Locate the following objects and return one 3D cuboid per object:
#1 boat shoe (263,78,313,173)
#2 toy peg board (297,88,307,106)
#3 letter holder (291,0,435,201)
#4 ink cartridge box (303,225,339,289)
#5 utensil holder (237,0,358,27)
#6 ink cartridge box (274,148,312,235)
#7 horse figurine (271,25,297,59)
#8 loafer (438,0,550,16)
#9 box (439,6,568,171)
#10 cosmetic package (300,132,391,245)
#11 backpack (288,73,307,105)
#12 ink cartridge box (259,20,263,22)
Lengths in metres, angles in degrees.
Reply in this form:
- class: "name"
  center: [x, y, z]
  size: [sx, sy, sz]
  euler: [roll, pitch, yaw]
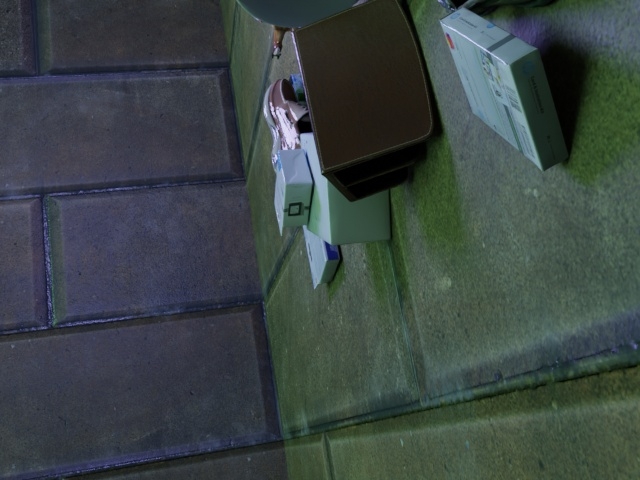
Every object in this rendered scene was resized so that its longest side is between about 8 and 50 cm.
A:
- class: "boat shoe"
  center: [-0.055, -0.273, 1.643]
  size: [0.123, 0.116, 0.324]
  euler: [30, -140, -50]
- class: "toy peg board"
  center: [-0.002, -0.330, 1.691]
  size: [0.160, 0.079, 0.161]
  euler: [142, 121, -75]
- class: "letter holder"
  center: [0.097, -0.258, 1.213]
  size: [0.152, 0.214, 0.302]
  euler: [37, -142, -63]
- class: "ink cartridge box"
  center: [0.000, 0.000, 1.901]
  size: [0.224, 0.045, 0.223]
  euler: [111, 151, -65]
- class: "utensil holder"
  center: [-0.072, -0.664, 1.313]
  size: [0.327, 0.327, 0.385]
  euler: [105, 155, -56]
- class: "ink cartridge box"
  center: [-0.062, -0.103, 1.489]
  size: [0.180, 0.060, 0.104]
  euler: [99, 162, -52]
- class: "horse figurine"
  center: [-0.104, -0.574, 1.583]
  size: [0.174, 0.066, 0.263]
  euler: [-146, 42, -78]
- class: "loafer"
  center: [0.194, -0.331, 0.839]
  size: [0.267, 0.084, 0.096]
  euler: [-132, 39, -68]
- class: "box"
  center: [0.214, -0.183, 0.794]
  size: [0.145, 0.038, 0.186]
  euler: [59, -178, -34]
- class: "cosmetic package"
  center: [0.049, -0.121, 1.443]
  size: [0.224, 0.138, 0.224]
  euler: [-150, 55, -72]
- class: "backpack"
  center: [-0.049, -0.400, 1.845]
  size: [0.114, 0.084, 0.105]
  euler: [96, 162, -59]
- class: "ink cartridge box"
  center: [-0.132, -0.714, 1.968]
  size: [0.176, 0.127, 0.128]
  euler: [-121, 27, -63]
